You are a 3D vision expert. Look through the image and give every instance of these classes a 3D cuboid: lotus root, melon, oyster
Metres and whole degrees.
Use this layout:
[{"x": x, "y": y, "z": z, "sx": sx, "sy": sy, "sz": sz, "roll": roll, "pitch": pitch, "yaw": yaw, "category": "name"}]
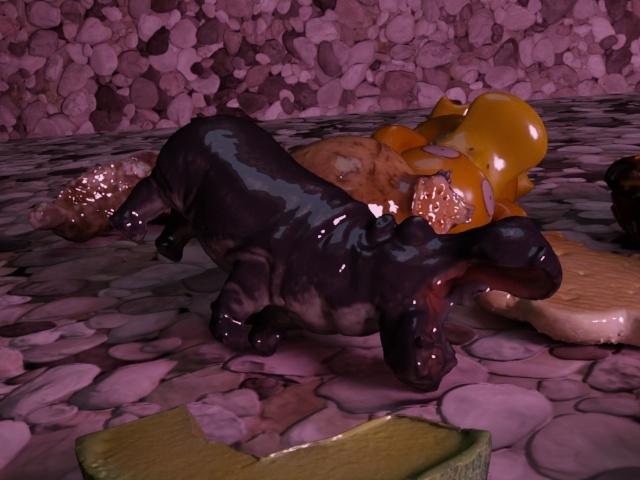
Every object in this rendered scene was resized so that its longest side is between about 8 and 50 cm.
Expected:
[{"x": 0.009, "y": -0.015, "z": 0.727, "sx": 0.257, "sy": 0.154, "sz": 0.140, "roll": -14, "pitch": -18, "yaw": 42, "category": "lotus root"}, {"x": -0.030, "y": 0.126, "z": 0.379, "sx": 0.209, "sy": 0.064, "sz": 0.118, "roll": 2, "pitch": 17, "yaw": 32, "category": "melon"}, {"x": -0.239, "y": -0.064, "z": 1.109, "sx": 0.396, "sy": 0.111, "sz": 0.204, "roll": -14, "pitch": 1, "yaw": -30, "category": "oyster"}]

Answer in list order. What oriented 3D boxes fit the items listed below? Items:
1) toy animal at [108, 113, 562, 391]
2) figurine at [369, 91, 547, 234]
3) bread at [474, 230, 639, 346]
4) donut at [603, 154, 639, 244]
[{"x": -0.003, "y": 0.017, "z": 0.579, "sx": 0.343, "sy": 0.168, "sz": 0.106, "roll": 24, "pitch": -6, "yaw": 28, "category": "toy animal"}, {"x": 0.151, "y": -0.067, "z": 0.861, "sx": 0.215, "sy": 0.215, "sz": 0.228, "roll": -4, "pitch": -2, "yaw": 1, "category": "figurine"}, {"x": 0.226, "y": 0.042, "z": 0.648, "sx": 0.182, "sy": 0.039, "sz": 0.251, "roll": -15, "pitch": 19, "yaw": -29, "category": "bread"}, {"x": 0.417, "y": -0.043, "z": 0.799, "sx": 0.216, "sy": 0.096, "sz": 0.230, "roll": -10, "pitch": 16, "yaw": -10, "category": "donut"}]
